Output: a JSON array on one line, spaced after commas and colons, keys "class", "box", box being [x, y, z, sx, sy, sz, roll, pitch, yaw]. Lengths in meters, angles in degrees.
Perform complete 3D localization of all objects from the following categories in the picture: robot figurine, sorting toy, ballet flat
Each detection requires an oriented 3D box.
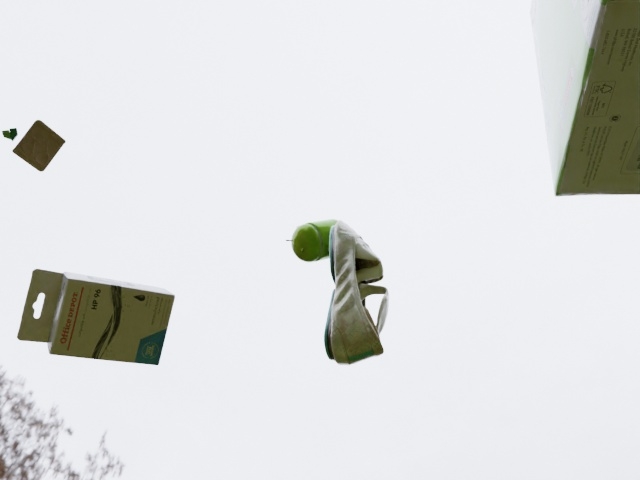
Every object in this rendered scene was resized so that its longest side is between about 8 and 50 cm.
[{"class": "robot figurine", "box": [0.000, 0.000, 0.966, 0.115, 0.101, 0.067, -11, -61, -39]}, {"class": "sorting toy", "box": [-0.427, -0.148, 0.847, 0.062, 0.012, 0.083, -57, -35, -12]}, {"class": "ballet flat", "box": [0.036, 0.042, 0.512, 0.052, 0.168, 0.057, -11, -49, 13]}]

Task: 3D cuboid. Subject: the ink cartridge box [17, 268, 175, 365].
[{"class": "ink cartridge box", "box": [-0.140, 0.049, 0.360, 0.083, 0.028, 0.048, 13, -91, -29]}]

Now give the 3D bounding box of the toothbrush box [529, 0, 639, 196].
[{"class": "toothbrush box", "box": [0.264, -0.208, 0.495, 0.122, 0.283, 0.206, -1, -36, 12]}]
